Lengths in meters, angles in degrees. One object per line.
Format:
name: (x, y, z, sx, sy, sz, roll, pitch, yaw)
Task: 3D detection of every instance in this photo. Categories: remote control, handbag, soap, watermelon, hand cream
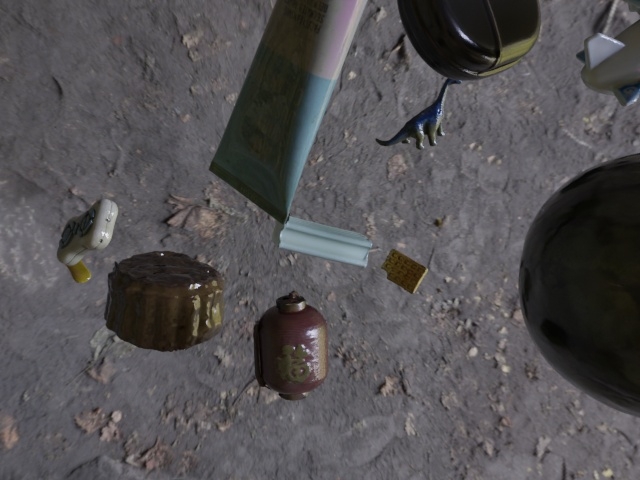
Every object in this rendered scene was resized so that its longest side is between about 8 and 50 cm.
remote control: (-0.324, -0.011, 0.849, 0.032, 0.122, 0.074, 29, 53, -38)
handbag: (0.253, -0.399, 1.028, 0.308, 0.093, 0.253, -27, 97, -37)
soap: (0.000, 0.000, 1.799, 0.266, 0.160, 0.087, 13, 98, -13)
watermelon: (0.260, 0.032, 0.460, 0.212, 0.212, 0.212, 0, 93, -5)
hand cream: (-0.023, -0.169, 0.570, 0.111, 0.070, 0.312, 34, 117, 19)
soap: (-0.478, 0.052, 1.206, 0.034, 0.012, 0.089, -28, 55, -27)

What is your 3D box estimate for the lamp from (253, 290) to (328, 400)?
lamp: (-0.071, 0.250, 1.452, 0.180, 0.180, 0.257, -5, 102, -5)

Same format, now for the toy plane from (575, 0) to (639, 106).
toy plane: (0.476, -0.273, 0.818, 0.267, 0.267, 0.122, -35, 139, -3)

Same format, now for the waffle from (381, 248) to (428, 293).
waffle: (0.240, 0.090, 1.802, 0.135, 0.021, 0.092, 30, 92, 37)

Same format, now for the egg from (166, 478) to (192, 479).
egg: (-0.308, 0.529, 0.947, 0.371, 0.230, 0.230, -38, 96, -29)

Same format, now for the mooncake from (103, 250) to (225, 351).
mooncake: (-0.415, 0.151, 1.664, 0.324, 0.324, 0.187, 8, 105, -6)

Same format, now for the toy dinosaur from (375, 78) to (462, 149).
toy dinosaur: (0.266, -0.344, 1.675, 0.248, 0.075, 0.188, -9, 124, 5)
